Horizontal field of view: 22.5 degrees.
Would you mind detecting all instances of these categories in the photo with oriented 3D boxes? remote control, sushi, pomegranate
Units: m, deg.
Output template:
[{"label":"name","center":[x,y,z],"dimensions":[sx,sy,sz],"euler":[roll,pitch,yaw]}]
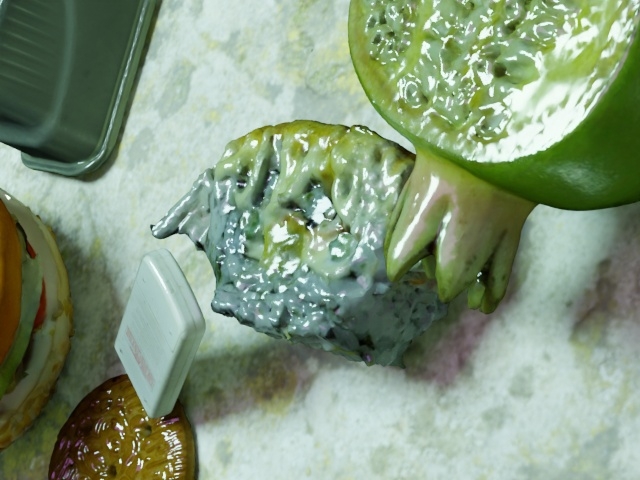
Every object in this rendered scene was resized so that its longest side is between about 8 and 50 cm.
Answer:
[{"label":"remote control","center":[-0.140,0.082,1.400],"dimensions":[0.087,0.029,0.190],"euler":[60,154,21]},{"label":"sushi","center":[0.000,0.000,1.338],"dimensions":[0.274,0.139,0.184],"euler":[14,82,46]},{"label":"pomegranate","center":[0.172,-0.116,1.182],"dimensions":[0.310,0.216,0.358],"euler":[29,103,43]}]

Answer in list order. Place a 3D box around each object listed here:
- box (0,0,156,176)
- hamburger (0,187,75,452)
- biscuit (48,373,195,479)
[{"label":"box","center":[-0.284,-0.217,1.630],"dimensions":[0.138,0.178,0.274],"euler":[9,81,43]},{"label":"hamburger","center":[-0.410,0.068,1.555],"dimensions":[0.330,0.250,0.330],"euler":[-2,78,9]},{"label":"biscuit","center":[-0.190,0.216,1.504],"dimensions":[0.188,0.027,0.187],"euler":[-16,65,37]}]
